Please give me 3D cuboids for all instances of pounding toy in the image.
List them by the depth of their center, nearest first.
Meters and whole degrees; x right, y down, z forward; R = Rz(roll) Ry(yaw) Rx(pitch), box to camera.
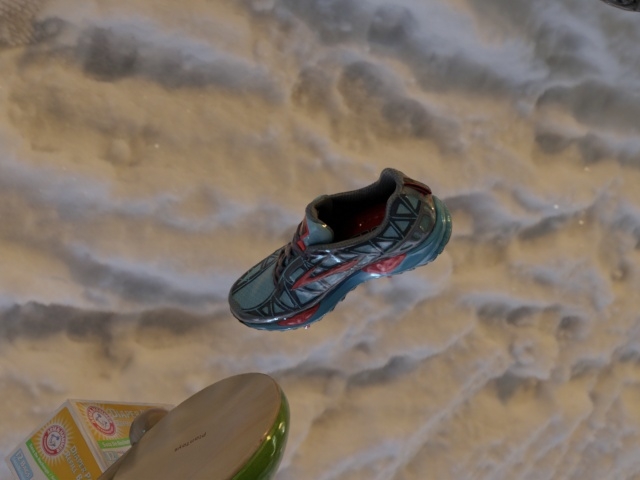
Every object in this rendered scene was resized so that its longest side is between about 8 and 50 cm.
[{"bbox_3d":[-0.103,0.224,0.808,0.110,0.237,0.183,56,41,-19],"label":"pounding toy"}]

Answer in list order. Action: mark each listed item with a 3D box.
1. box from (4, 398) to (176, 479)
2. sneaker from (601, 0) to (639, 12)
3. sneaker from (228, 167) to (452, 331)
[{"bbox_3d":[-0.224,0.251,0.992,0.103,0.114,0.203,-43,156,11],"label":"box"},{"bbox_3d":[0.287,-0.262,0.730,0.228,0.130,0.087,-18,150,-16],"label":"sneaker"},{"bbox_3d":[0.000,0.000,0.951,0.262,0.104,0.125,-29,139,14],"label":"sneaker"}]
